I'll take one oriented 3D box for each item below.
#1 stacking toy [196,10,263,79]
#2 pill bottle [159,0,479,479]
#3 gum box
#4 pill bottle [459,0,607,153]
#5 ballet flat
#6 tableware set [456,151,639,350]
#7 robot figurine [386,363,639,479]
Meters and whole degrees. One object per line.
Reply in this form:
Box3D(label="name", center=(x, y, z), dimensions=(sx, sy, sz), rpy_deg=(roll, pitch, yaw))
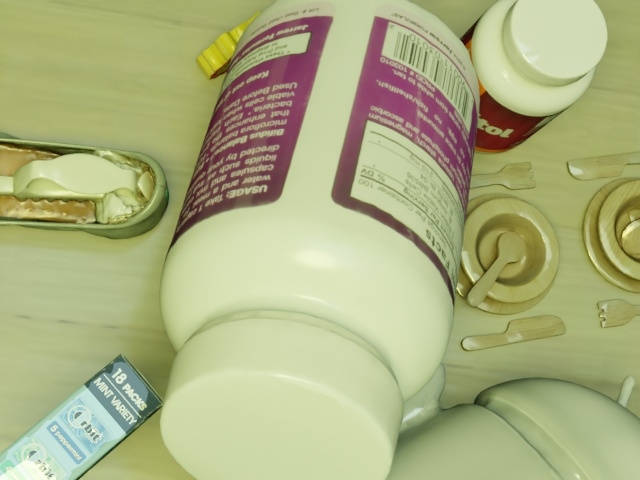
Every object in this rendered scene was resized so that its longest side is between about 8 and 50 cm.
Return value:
Box3D(label="stacking toy", center=(-0.034, -0.238, 0.972), dimensions=(0.221, 0.052, 0.167), rpy_deg=(-34, 89, -18))
Box3D(label="pill bottle", center=(0.000, 0.000, 0.809), dimensions=(0.169, 0.169, 0.302), rpy_deg=(20, 47, -7))
Box3D(label="gum box", center=(-0.181, 0.147, 0.800), dimensions=(0.184, 0.157, 0.041), rpy_deg=(-41, 90, -17))
Box3D(label="pill bottle", center=(0.134, -0.117, 0.926), dimensions=(0.086, 0.152, 0.086), rpy_deg=(3, 77, -12))
Box3D(label="ballet flat", center=(-0.203, -0.042, 0.881), dimensions=(0.213, 0.068, 0.072), rpy_deg=(4, 77, -11))
Box3D(label="tableware set", center=(0.182, -0.001, 0.971), dimensions=(0.194, 0.039, 0.128), rpy_deg=(-8, 80, -14))
Box3D(label="robot figurine", center=(0.085, 0.213, 0.821), dimensions=(0.353, 0.200, 0.300), rpy_deg=(-27, 78, -16))
